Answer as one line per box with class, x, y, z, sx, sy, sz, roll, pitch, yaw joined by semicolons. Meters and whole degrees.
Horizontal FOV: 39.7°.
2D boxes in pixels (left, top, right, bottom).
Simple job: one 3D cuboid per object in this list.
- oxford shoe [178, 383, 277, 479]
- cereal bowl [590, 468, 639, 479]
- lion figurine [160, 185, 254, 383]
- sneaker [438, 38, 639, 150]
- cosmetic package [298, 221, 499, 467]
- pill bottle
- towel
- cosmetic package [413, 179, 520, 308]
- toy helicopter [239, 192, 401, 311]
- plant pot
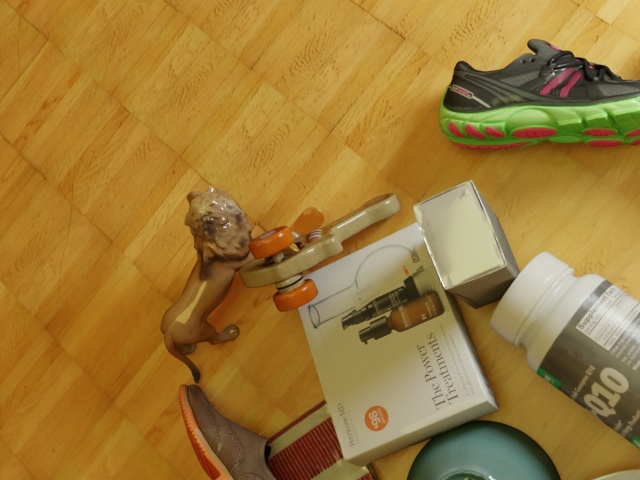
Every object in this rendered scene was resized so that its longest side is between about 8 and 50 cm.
oxford shoe;-0.173;0.414;1.750;0.132;0.130;0.364;-25;52;-16
cereal bowl;0.505;0.536;1.382;0.339;0.141;0.339;-24;31;16
lion figurine;-0.231;0.096;1.769;0.142;0.240;0.392;16;86;21
sneaker;0.457;-0.282;1.637;0.482;0.185;0.202;1;77;16
cosmetic package;0.129;0.193;1.666;0.284;0.097;0.377;-27;60;15
pill bottle;0.487;0.188;1.521;0.361;0.204;0.204;37;93;22
towel;0.008;0.507;1.717;0.237;0.037;0.329;-37;69;11
cosmetic package;0.272;0.017;1.571;0.113;0.309;0.160;-24;72;14
toy helicopter;0.000;0.000;1.730;0.355;0.235;0.140;-28;100;-21
plant pot;0.271;0.461;1.547;0.290;0.195;0.290;-4;78;19
